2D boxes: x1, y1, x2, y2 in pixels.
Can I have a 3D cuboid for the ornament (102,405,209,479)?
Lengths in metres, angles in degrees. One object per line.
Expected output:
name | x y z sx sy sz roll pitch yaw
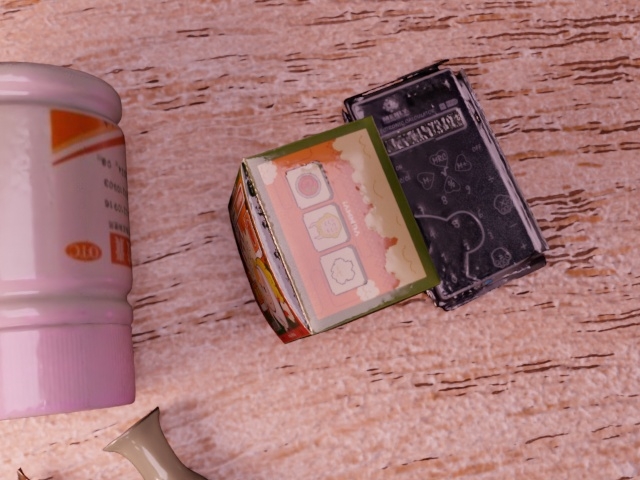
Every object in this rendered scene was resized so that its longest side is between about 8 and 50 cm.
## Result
ornament | -0.150 0.254 0.862 0.156 0.081 0.075 52 40 3

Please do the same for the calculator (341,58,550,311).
calculator | 0.148 -0.068 0.988 0.166 0.028 0.274 -24 85 -13

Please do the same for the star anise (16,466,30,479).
star anise | -0.278 0.287 0.840 0.124 0.056 0.129 -27 82 7

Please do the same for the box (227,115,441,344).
box | 0.000 0.000 0.865 0.148 0.195 0.177 -21 85 -12

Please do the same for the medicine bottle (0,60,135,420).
medicine bottle | -0.284 0.010 0.811 0.202 0.202 0.315 -3 81 -10
